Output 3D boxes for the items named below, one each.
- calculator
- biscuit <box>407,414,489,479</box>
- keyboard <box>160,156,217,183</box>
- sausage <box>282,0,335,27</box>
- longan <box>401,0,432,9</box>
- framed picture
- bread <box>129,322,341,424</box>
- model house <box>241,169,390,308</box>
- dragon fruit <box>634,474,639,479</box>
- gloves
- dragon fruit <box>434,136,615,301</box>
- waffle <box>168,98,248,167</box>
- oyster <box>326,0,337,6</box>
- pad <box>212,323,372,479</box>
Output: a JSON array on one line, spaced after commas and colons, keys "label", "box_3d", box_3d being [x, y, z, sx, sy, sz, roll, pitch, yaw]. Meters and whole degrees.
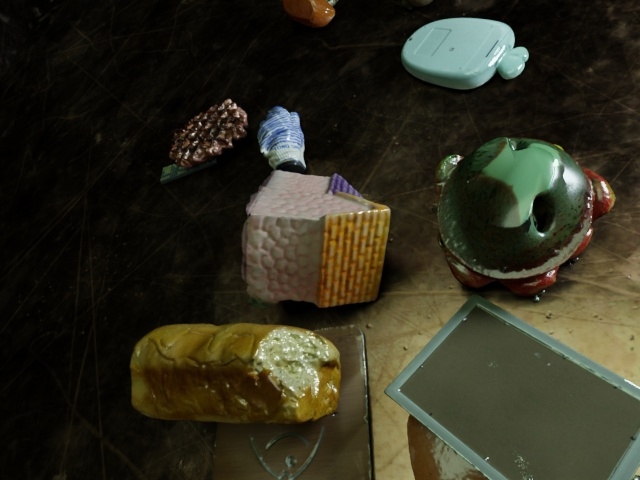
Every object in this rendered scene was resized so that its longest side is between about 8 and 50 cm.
[{"label": "calculator", "box_3d": [0.308, -0.414, 1.037, 0.295, 0.042, 0.184, 29, 77, 38]}, {"label": "biscuit", "box_3d": [0.217, 0.314, 0.647, 0.191, 0.036, 0.187, -13, 57, 20]}, {"label": "keyboard", "box_3d": [-0.353, -0.200, 1.270, 0.176, 0.014, 0.055, -16, 52, 18]}, {"label": "sausage", "box_3d": [-0.040, -0.655, 1.338, 0.179, 0.089, 0.089, 33, 80, 33]}, {"label": "longan", "box_3d": [0.242, -0.631, 1.176, 0.119, 0.106, 0.106, -52, 38, 44]}, {"label": "framed picture", "box_3d": [0.271, 0.221, 0.652, 0.232, 0.019, 0.296, -39, 49, -22]}, {"label": "bread", "box_3d": [-0.139, 0.210, 0.776, 0.343, 0.195, 0.149, -6, 78, 23]}, {"label": "model house", "box_3d": [0.000, 0.000, 0.870, 0.237, 0.203, 0.237, 6, 24, 5]}, {"label": "dragon fruit", "box_3d": [0.386, 0.314, 0.517, 0.138, 0.142, 0.175, -30, 15, 48]}, {"label": "gloves", "box_3d": [-0.092, -0.244, 1.120, 0.119, 0.097, 0.229, -9, 46, -14]}, {"label": "dragon fruit", "box_3d": [0.314, -0.055, 0.770, 0.268, 0.130, 0.296, 17, 70, 39]}, {"label": "waffle", "box_3d": [-0.300, -0.282, 1.258, 0.234, 0.056, 0.221, -31, 45, -1]}, {"label": "oyster", "box_3d": [0.024, -0.693, 1.371, 0.083, 0.038, 0.081, -58, 39, 18]}, {"label": "pad", "box_3d": [-0.054, 0.296, 0.808, 0.286, 0.018, 0.284, -14, 55, 20]}]
